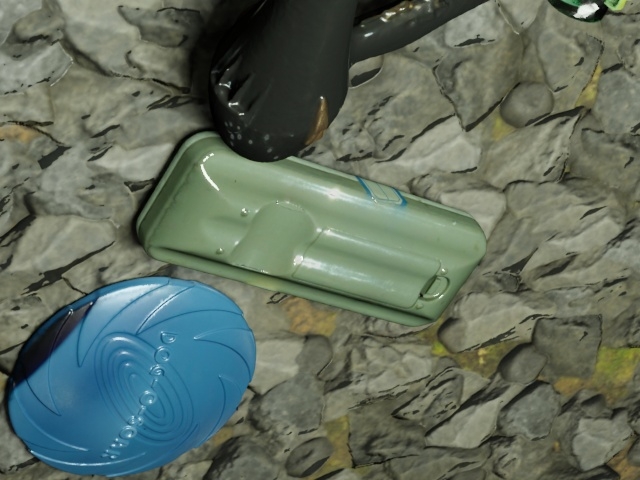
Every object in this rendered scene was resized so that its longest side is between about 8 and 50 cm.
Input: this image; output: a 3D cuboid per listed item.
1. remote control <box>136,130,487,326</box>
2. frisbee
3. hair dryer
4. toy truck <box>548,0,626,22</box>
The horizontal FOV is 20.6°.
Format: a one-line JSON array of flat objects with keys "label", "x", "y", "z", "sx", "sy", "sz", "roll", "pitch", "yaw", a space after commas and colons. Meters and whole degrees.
[{"label": "remote control", "x": 0.000, "y": 0.000, "z": 1.593, "sx": 0.335, "sy": 0.065, "sz": 0.128, "roll": 16, "pitch": 121, "yaw": -34}, {"label": "frisbee", "x": -0.170, "y": 0.138, "z": 1.641, "sx": 0.242, "sy": 0.045, "sz": 0.242, "roll": -14, "pitch": 130, "yaw": -17}, {"label": "hair dryer", "x": 0.074, "y": -0.201, "z": 1.415, "sx": 0.359, "sy": 0.120, "sz": 0.304, "roll": -27, "pitch": 164, "yaw": -25}, {"label": "toy truck", "x": 0.186, "y": -0.279, "z": 1.331, "sx": 0.135, "sy": 0.259, "sz": 0.128, "roll": -7, "pitch": 131, "yaw": -41}]
